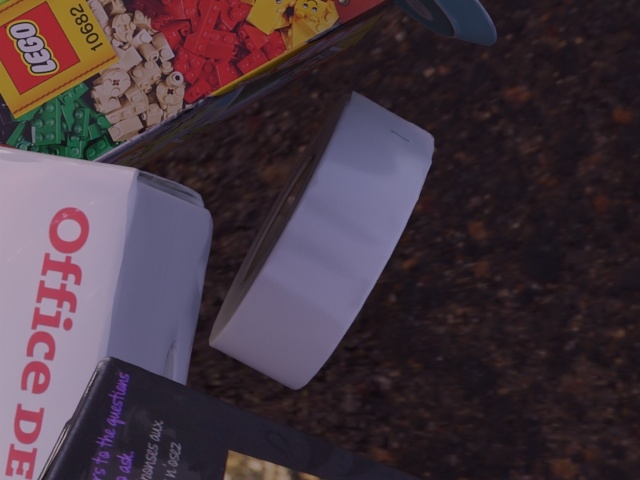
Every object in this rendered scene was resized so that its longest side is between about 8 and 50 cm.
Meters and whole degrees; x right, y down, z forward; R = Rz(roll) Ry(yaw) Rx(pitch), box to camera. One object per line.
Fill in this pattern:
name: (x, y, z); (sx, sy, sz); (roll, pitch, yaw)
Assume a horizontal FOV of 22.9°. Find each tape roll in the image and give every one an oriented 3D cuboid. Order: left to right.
tape roll: (0.000, 0.000, 1.548); (0.100, 0.286, 0.286); (29, 77, -5)

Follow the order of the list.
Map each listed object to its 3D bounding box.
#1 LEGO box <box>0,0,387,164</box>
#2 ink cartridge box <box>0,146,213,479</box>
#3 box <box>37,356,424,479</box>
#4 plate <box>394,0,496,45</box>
LEGO box: (-0.149, -0.192, 1.431); (0.372, 0.500, 0.193); (-29, 93, -1)
ink cartridge box: (-0.287, 0.068, 0.966); (0.385, 0.160, 0.279); (9, 87, 10)
box: (0.000, 0.189, 0.611); (0.270, 0.143, 0.165); (22, 123, -2)
plate: (0.081, -0.233, 1.421); (0.188, 0.188, 0.024); (41, 86, -9)
